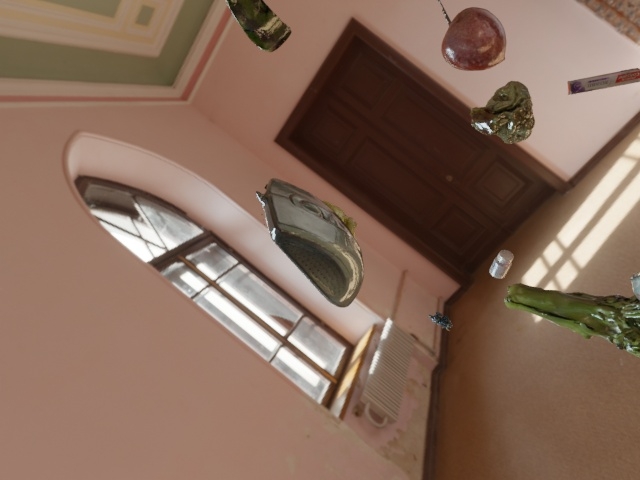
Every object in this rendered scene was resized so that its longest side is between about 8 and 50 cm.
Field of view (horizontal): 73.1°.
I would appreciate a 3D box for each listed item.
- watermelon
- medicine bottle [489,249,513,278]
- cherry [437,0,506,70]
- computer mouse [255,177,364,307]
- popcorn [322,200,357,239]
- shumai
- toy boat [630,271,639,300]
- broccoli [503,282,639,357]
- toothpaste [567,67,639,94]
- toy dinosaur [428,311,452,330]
[{"bbox_3d":[-0.118,-0.416,0.782,0.063,0.119,0.245,-34,-10,19],"label":"watermelon"},{"bbox_3d":[0.580,0.076,1.382,0.052,0.052,0.089,-49,-25,-41],"label":"medicine bottle"},{"bbox_3d":[0.240,-0.389,0.796,0.106,0.226,0.090,-60,-10,22],"label":"cherry"},{"bbox_3d":[0.000,0.000,0.934,0.122,0.371,0.188,-32,39,15],"label":"computer mouse"},{"bbox_3d":[-0.002,-0.018,1.509,0.237,0.292,0.293,-16,-16,-20],"label":"popcorn"},{"bbox_3d":[0.704,-0.479,1.706,0.222,0.225,0.260,-24,-31,12],"label":"shumai"},{"bbox_3d":[0.511,0.050,0.577,0.134,0.078,0.207,-28,-19,-1],"label":"toy boat"},{"bbox_3d":[0.496,0.127,0.790,0.165,0.304,0.145,33,-110,-49],"label":"broccoli"},{"bbox_3d":[0.896,-0.504,1.371,0.197,0.047,0.040,-6,14,19],"label":"toothpaste"},{"bbox_3d":[0.396,0.265,1.427,0.030,0.083,0.047,-52,-19,-28],"label":"toy dinosaur"}]
